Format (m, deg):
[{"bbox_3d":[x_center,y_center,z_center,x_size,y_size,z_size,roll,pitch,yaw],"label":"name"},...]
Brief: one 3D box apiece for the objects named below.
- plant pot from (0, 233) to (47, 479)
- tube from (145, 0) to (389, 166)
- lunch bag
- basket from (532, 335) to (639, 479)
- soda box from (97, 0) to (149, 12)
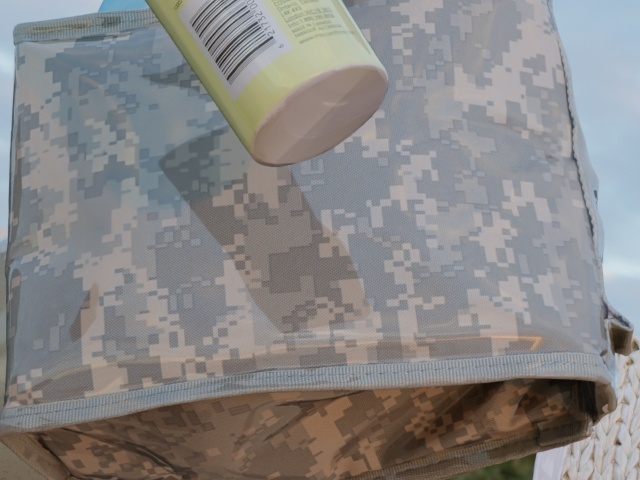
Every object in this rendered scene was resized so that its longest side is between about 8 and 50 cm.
[{"bbox_3d":[-0.221,0.129,1.293,0.191,0.284,0.284,-16,-5,-11],"label":"plant pot"},{"bbox_3d":[-0.057,-0.138,0.703,0.070,0.240,0.062,-11,-31,-43],"label":"tube"},{"bbox_3d":[0.000,0.000,0.872,0.287,0.235,0.169,-9,-30,8],"label":"lunch bag"},{"bbox_3d":[0.209,0.157,1.244,0.103,0.167,0.113,9,-44,13],"label":"basket"},{"bbox_3d":[-0.117,-0.180,1.340,0.071,0.210,0.067,25,-1,19],"label":"soda box"}]
